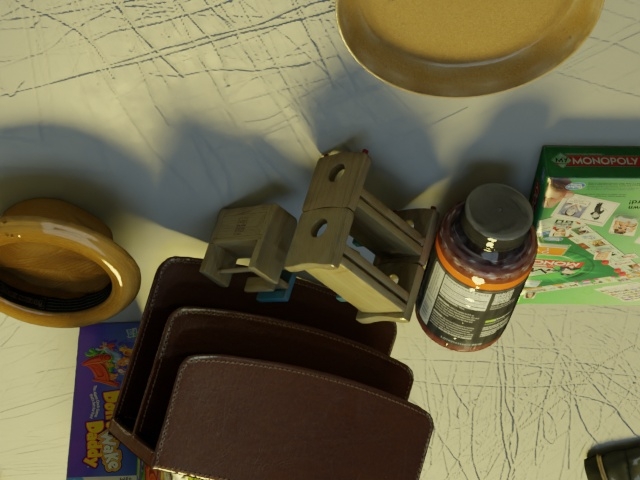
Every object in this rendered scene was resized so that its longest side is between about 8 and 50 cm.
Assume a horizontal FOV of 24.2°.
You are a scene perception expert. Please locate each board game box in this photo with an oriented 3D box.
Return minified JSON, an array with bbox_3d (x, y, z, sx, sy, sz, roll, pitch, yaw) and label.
[{"bbox_3d":[-0.231,0.291,1.760,0.078,0.233,0.347,-2,141,0],"label":"board game box"},{"bbox_3d":[0.373,-0.010,1.569,0.317,0.046,0.213,1,141,-4],"label":"board game box"}]

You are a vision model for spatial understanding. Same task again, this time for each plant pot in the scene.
[{"bbox_3d":[0.130,-0.218,1.311,0.236,0.032,0.236,-2,141,-2],"label":"plant pot"}]

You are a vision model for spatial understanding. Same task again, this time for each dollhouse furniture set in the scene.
[{"bbox_3d":[0.000,0.000,1.525,0.183,0.129,0.129,-4,149,43],"label":"dollhouse furniture set"}]

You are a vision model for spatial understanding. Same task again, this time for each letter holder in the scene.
[{"bbox_3d":[-0.037,0.150,1.582,0.302,0.214,0.152,17,180,-26],"label":"letter holder"}]

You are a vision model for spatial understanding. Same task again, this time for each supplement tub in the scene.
[{"bbox_3d":[0.164,0.025,1.546,0.106,0.106,0.198,3,145,-7],"label":"supplement tub"}]

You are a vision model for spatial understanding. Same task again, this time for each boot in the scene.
[{"bbox_3d":[0.447,0.347,1.963,0.137,0.077,0.198,-23,119,17],"label":"boot"}]

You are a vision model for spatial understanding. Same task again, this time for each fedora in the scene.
[{"bbox_3d":[-0.277,0.012,1.535,0.194,0.079,0.194,3,141,3],"label":"fedora"}]

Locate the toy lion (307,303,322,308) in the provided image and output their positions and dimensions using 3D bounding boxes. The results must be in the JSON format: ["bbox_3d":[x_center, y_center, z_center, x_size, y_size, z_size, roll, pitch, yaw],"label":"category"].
[{"bbox_3d":[-0.042,0.090,1.686,0.096,0.034,0.100,-29,134,20],"label":"toy lion"}]

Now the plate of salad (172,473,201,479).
[{"bbox_3d":[-0.079,0.272,1.762,0.200,0.048,0.200,-1,140,-1],"label":"plate of salad"}]
